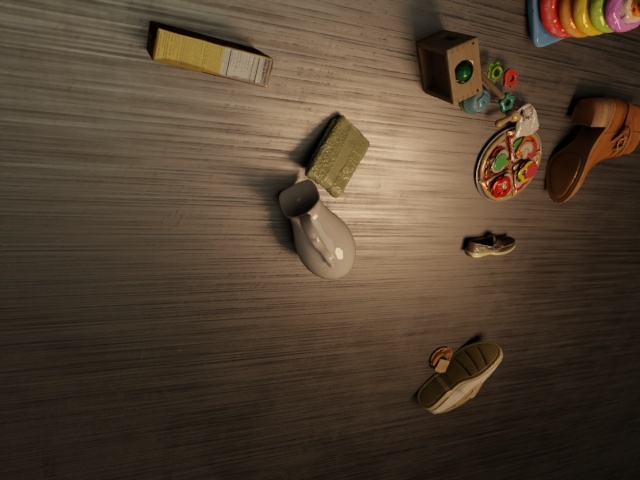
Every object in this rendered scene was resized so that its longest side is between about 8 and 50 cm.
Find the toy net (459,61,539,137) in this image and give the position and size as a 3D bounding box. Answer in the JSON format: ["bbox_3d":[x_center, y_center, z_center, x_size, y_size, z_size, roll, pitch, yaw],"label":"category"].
[{"bbox_3d":[0.428,-0.318,1.141,0.232,0.045,0.122,16,108,-33],"label":"toy net"}]

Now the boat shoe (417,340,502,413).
[{"bbox_3d":[0.442,0.425,1.536,0.302,0.113,0.103,-41,128,14],"label":"boat shoe"}]

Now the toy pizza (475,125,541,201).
[{"bbox_3d":[0.479,-0.187,1.244,0.201,0.032,0.201,-11,122,-19],"label":"toy pizza"}]

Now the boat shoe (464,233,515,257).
[{"bbox_3d":[0.462,0.009,1.333,0.152,0.056,0.049,-12,127,-18],"label":"boat shoe"}]

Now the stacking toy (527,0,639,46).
[{"bbox_3d":[0.567,-0.464,0.959,0.165,0.302,0.175,-26,124,-10],"label":"stacking toy"}]

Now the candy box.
[{"bbox_3d":[-0.183,-0.308,0.820,0.186,0.109,0.053,6,115,-28],"label":"candy box"}]

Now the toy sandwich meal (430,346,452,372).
[{"bbox_3d":[0.371,0.363,1.509,0.085,0.029,0.086,-11,122,-19],"label":"toy sandwich meal"}]

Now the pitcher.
[{"bbox_3d":[0.000,0.000,1.038,0.125,0.178,0.207,-24,126,8],"label":"pitcher"}]

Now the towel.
[{"bbox_3d":[0.037,-0.173,1.030,0.110,0.027,0.148,33,85,-34],"label":"towel"}]

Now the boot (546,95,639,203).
[{"bbox_3d":[0.722,-0.233,1.301,0.220,0.109,0.284,-4,112,-27],"label":"boot"}]

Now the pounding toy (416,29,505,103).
[{"bbox_3d":[0.280,-0.342,0.995,0.100,0.141,0.130,-26,125,-10],"label":"pounding toy"}]
